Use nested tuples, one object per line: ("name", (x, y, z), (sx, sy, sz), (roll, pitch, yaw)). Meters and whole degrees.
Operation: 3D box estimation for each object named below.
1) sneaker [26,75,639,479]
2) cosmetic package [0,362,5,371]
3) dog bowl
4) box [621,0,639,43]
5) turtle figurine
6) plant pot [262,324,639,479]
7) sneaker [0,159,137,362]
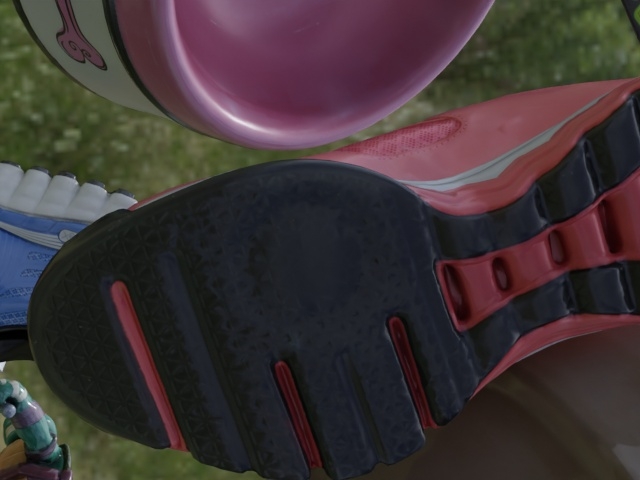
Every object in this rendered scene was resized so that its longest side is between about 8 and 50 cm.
("sneaker", (0.041, 0.009, 0.634), (0.136, 0.314, 0.116), (-163, -121, -76))
("cosmetic package", (-0.426, 0.121, 1.679), (0.060, 0.239, 0.099), (54, 29, -32))
("dog bowl", (-0.017, -0.244, 1.157), (0.150, 0.408, 0.408), (39, -27, 38))
("box", (0.223, -0.203, 1.060), (0.114, 0.036, 0.207), (13, 51, -42))
("turtle figurine", (-0.230, 0.177, 1.160), (0.175, 0.118, 0.234), (-60, -158, 29))
("plant pot", (0.033, 0.218, 0.683), (0.323, 0.280, 0.323), (51, -27, 39))
("sneaker", (-0.246, 0.012, 0.931), (0.130, 0.330, 0.147), (117, -11, -74))
